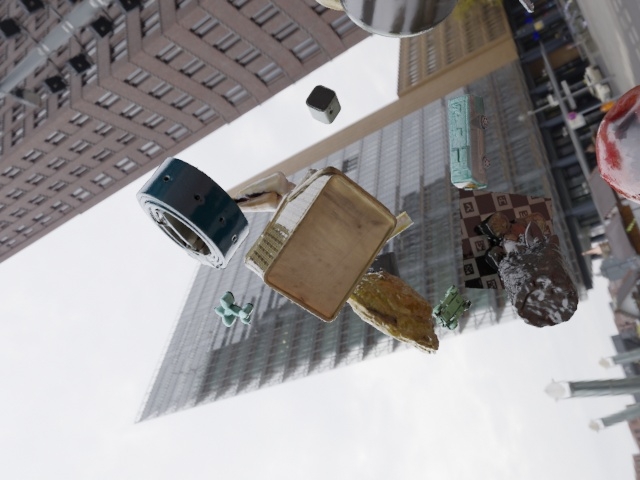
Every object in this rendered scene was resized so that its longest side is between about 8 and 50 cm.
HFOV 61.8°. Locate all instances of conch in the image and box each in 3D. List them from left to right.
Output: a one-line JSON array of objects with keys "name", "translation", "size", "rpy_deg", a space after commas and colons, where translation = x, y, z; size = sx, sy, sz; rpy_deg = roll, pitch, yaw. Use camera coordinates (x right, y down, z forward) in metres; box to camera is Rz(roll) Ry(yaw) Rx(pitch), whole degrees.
[{"name": "conch", "translation": [-0.200, -0.151, 1.925], "size": [0.127, 0.255, 0.158], "rpy_deg": [53, -154, -43]}]

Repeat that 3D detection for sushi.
[{"name": "sushi", "translation": [0.601, -0.005, 1.655], "size": [0.340, 0.069, 0.319], "rpy_deg": [5, -103, -13]}]

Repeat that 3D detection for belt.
[{"name": "belt", "translation": [-0.381, -0.067, 1.638], "size": [0.173, 0.300, 0.436], "rpy_deg": [-57, -18, -16]}]

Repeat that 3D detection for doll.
[{"name": "doll", "translation": [-0.321, 0.260, 1.953], "size": [0.158, 0.160, 0.059], "rpy_deg": [99, -161, -45]}]

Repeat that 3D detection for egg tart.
[{"name": "egg tart", "translation": [0.223, 0.202, 1.704], "size": [0.340, 0.153, 0.351], "rpy_deg": [31, -170, -21]}]

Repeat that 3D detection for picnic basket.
[{"name": "picnic basket", "translation": [0.000, 0.000, 1.285], "size": [0.228, 0.312, 0.175], "rpy_deg": [35, 177, -26]}]

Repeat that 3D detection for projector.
[{"name": "projector", "translation": [0.010, -0.426, 1.682], "size": [0.083, 0.083, 0.082], "rpy_deg": [-58, -21, -8]}]

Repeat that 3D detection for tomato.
[{"name": "tomato", "translation": [0.548, -0.155, 0.852], "size": [0.208, 0.185, 0.208], "rpy_deg": [159, 90, -78]}]

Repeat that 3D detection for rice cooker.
[{"name": "rice cooker", "translation": [0.200, -0.689, 1.244], "size": [0.325, 0.336, 0.335], "rpy_deg": [90, 171, -67]}]

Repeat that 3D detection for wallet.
[{"name": "wallet", "translation": [0.254, 0.139, 2.295], "size": [0.318, 0.173, 0.045], "rpy_deg": [-84, -17, -66]}]

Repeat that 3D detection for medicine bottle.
[{"name": "medicine bottle", "translation": [0.282, -0.036, 2.226], "size": [0.074, 0.218, 0.074], "rpy_deg": [50, -167, -16]}]

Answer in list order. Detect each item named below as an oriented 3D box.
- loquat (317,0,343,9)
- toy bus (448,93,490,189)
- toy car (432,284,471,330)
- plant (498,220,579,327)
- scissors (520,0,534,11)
[{"name": "loquat", "translation": [0.054, -0.768, 1.545], "size": [0.246, 0.214, 0.213], "rpy_deg": [10, -120, -76]}, {"name": "toy bus", "translation": [0.416, -0.276, 1.509], "size": [0.109, 0.091, 0.261], "rpy_deg": [1, -95, -43]}, {"name": "toy car", "translation": [0.339, 0.179, 1.396], "size": [0.073, 0.054, 0.143], "rpy_deg": [48, -138, 3]}, {"name": "plant", "translation": [0.569, 0.082, 1.419], "size": [0.194, 0.182, 0.320], "rpy_deg": [60, -158, -14]}, {"name": "scissors", "translation": [0.663, -0.839, 1.782], "size": [0.360, 0.191, 0.029], "rpy_deg": [-86, -15, -47]}]
